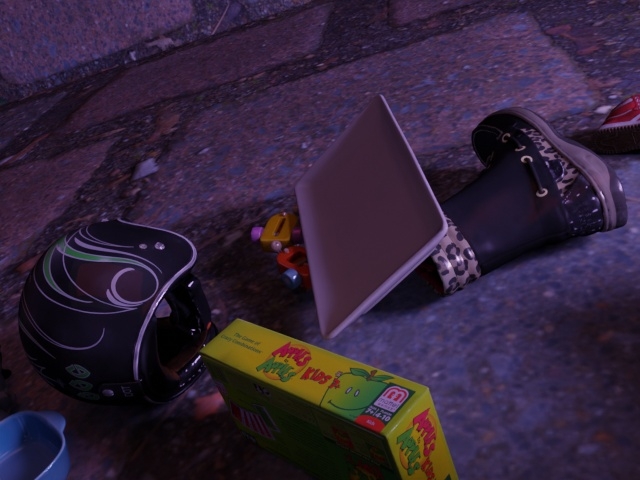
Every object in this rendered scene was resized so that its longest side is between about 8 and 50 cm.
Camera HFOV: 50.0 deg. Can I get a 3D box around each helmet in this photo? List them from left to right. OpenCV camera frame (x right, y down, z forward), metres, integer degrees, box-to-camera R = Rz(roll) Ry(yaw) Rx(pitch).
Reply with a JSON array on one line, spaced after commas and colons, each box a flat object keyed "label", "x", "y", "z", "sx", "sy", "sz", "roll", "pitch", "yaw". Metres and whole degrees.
[{"label": "helmet", "x": -0.186, "y": 0.062, "z": 0.621, "sx": 0.161, "sy": 0.169, "sz": 0.169, "roll": 14, "pitch": 41, "yaw": 23}]

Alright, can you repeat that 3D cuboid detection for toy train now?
[{"label": "toy train", "x": 0.000, "y": 0.000, "z": 0.735, "sx": 0.125, "sy": 0.046, "sz": 0.166, "roll": 19, "pitch": 44, "yaw": 36}]

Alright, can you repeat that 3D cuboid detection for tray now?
[{"label": "tray", "x": 0.042, "y": -0.031, "z": 0.652, "sx": 0.145, "sy": 0.030, "sz": 0.270, "roll": -44, "pitch": 28, "yaw": 20}]

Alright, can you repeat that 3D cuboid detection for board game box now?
[{"label": "board game box", "x": 0.001, "y": 0.119, "z": 0.466, "sx": 0.181, "sy": 0.092, "sz": 0.043, "roll": 12, "pitch": 42, "yaw": 45}]

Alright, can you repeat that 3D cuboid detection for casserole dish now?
[{"label": "casserole dish", "x": -0.282, "y": 0.214, "z": 0.551, "sx": 0.114, "sy": 0.037, "sz": 0.188, "roll": 12, "pitch": 41, "yaw": 46}]

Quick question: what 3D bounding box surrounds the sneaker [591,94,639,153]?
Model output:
[{"label": "sneaker", "x": 0.350, "y": -0.123, "z": 0.712, "sx": 0.118, "sy": 0.042, "sz": 0.067, "roll": 3, "pitch": 39, "yaw": 41}]

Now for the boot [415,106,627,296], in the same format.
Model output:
[{"label": "boot", "x": 0.152, "y": -0.045, "z": 0.665, "sx": 0.178, "sy": 0.085, "sz": 0.236, "roll": -25, "pitch": 29, "yaw": -3}]

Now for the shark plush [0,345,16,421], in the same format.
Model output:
[{"label": "shark plush", "x": -0.325, "y": 0.145, "z": 0.667, "sx": 0.073, "sy": 0.067, "sz": 0.161, "roll": -17, "pitch": 28, "yaw": 8}]
